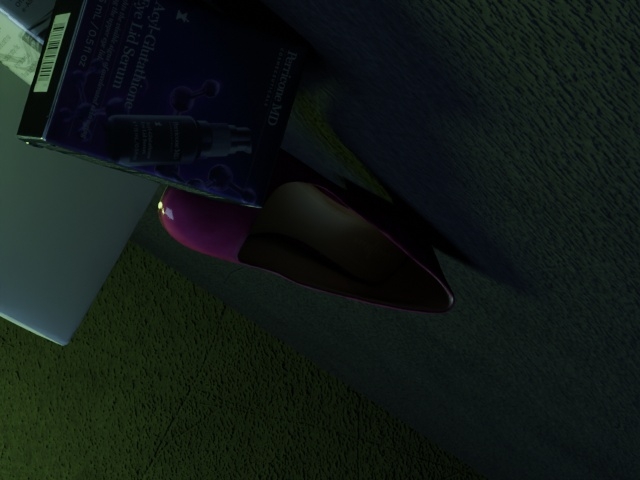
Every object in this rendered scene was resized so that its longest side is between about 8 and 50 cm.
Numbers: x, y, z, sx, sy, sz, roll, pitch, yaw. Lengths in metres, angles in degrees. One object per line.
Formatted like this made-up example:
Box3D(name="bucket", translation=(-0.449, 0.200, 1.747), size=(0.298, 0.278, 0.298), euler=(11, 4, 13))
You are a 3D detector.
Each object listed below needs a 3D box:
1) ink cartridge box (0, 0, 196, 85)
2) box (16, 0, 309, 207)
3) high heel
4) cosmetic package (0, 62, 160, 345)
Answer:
Box3D(name="ink cartridge box", translation=(-0.234, -0.210, 1.411), size=(0.307, 0.129, 0.223), euler=(39, 169, -15))
Box3D(name="box", translation=(-0.136, -0.128, 1.260), size=(0.207, 0.153, 0.108), euler=(16, 178, -24))
Box3D(name="high heel", translation=(0.000, 0.000, 1.468), size=(0.181, 0.127, 0.377), euler=(38, -161, 27))
Box3D(name="cosmetic package", translation=(-0.447, -0.123, 1.845), size=(0.329, 0.327, 0.394), euler=(35, 172, -39))
